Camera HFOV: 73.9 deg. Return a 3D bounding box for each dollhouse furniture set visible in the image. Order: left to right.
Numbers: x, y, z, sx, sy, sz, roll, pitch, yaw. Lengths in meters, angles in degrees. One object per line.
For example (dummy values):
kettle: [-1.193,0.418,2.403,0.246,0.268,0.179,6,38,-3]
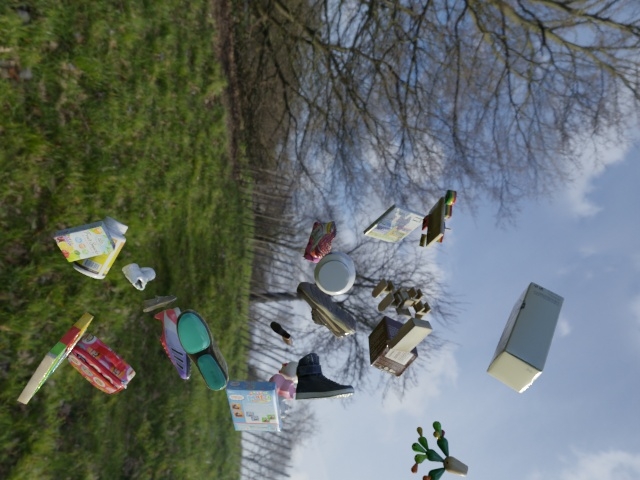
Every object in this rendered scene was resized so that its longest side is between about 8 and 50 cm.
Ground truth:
dollhouse furniture set: [0.327,0.308,1.742,0.161,0.212,0.242,-54,-145,30]

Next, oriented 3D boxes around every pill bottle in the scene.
pill bottle: [-0.799,0.023,1.562,0.215,0.117,0.117,-62,-170,-7]
pill bottle: [0.055,0.121,1.596,0.272,0.152,0.152,-16,119,-85]

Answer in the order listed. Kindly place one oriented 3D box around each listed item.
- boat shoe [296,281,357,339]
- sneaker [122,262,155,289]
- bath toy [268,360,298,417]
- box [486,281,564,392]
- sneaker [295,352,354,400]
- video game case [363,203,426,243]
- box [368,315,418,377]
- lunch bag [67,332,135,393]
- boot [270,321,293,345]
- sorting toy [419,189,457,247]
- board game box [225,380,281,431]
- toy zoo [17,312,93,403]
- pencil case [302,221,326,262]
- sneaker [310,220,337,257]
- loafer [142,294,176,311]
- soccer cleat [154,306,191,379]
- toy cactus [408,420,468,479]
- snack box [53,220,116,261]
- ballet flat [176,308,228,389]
boat shoe: [0.011,0.348,2.040,0.130,0.355,0.132,-49,178,21]
sneaker: [-0.730,0.159,1.731,0.094,0.080,0.212,62,-2,12]
bath toy: [-0.192,0.673,1.922,0.348,0.129,0.151,-49,128,-56]
box: [0.522,0.237,1.077,0.275,0.094,0.113,-42,154,-42]
sneaker: [0.011,0.481,1.519,0.086,0.226,0.163,43,42,-55]
video game case: [0.318,-0.066,1.811,0.193,0.212,0.023,-43,-131,34]
box: [0.346,0.512,2.060,0.167,0.168,0.203,-58,-168,25]
lunch bag: [-0.973,0.546,1.895,0.258,0.293,0.120,-30,-162,41]
boot: [-0.160,0.386,1.756,0.037,0.106,0.114,-46,161,-17]
sorting toy: [0.390,-0.053,1.397,0.274,0.046,0.132,108,-8,-70]
board game box: [-0.218,0.552,1.412,0.039,0.160,0.211,-83,171,-58]
toy zoo: [-0.825,0.352,1.356,0.192,0.030,0.293,-51,-165,13]
pencil case: [-0.020,0.007,2.149,0.095,0.098,0.209,10,101,-59]
sneaker: [0.000,0.000,1.815,0.225,0.092,0.088,-61,139,-53]
loafer: [-0.676,0.253,1.785,0.056,0.148,0.050,-42,-108,41]
soccer cleat: [-0.645,0.461,1.877,0.108,0.116,0.318,-25,-104,64]
toy cactus: [0.377,0.709,1.370,0.112,0.180,0.219,88,25,-53]
snack box: [-0.724,0.003,1.312,0.037,0.141,0.100,-112,-170,-50]
ballet flat: [-0.444,0.403,1.610,0.123,0.123,0.348,-122,-169,-74]
